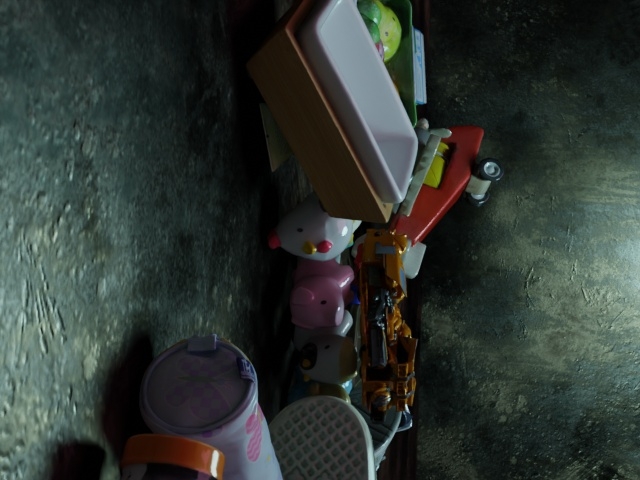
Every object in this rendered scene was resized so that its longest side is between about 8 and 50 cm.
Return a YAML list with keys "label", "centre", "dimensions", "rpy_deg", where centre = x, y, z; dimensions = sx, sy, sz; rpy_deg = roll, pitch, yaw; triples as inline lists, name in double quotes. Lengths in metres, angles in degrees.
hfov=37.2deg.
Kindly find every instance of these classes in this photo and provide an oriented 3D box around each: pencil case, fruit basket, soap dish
- label: "pencil case"
  centre: [-0.102, 0.218, 0.981]
  dimensions: [0.124, 0.113, 0.273]
  rpy_deg: [-111, -173, -45]
- label: "fruit basket"
  centre: [0.082, -0.300, 1.613]
  dimensions: [0.353, 0.165, 0.327]
  rpy_deg: [-7, 94, -79]
- label: "soap dish"
  centre: [0.021, -0.188, 1.301]
  dimensions: [0.291, 0.118, 0.229]
  rpy_deg: [60, 25, -23]

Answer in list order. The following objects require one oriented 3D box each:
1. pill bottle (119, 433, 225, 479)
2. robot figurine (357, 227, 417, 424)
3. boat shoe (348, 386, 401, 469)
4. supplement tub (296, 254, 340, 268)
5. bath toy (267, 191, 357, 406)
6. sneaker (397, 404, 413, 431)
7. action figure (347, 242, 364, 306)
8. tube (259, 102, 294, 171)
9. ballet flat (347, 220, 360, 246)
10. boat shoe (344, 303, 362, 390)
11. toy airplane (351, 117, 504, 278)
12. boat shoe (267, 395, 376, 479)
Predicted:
- label: "pill bottle"
  centre: [-0.139, 0.284, 0.765]
  dimensions: [0.130, 0.130, 0.246]
  rpy_deg: [71, 23, -59]
- label: "robot figurine"
  centre: [0.099, 0.128, 1.438]
  dimensions: [0.291, 0.085, 0.211]
  rpy_deg: [-90, 177, -46]
- label: "boat shoe"
  centre: [0.018, 0.350, 1.459]
  dimensions: [0.320, 0.118, 0.103]
  rpy_deg: [-49, 156, -41]
- label: "supplement tub"
  centre: [0.000, 0.000, 1.537]
  dimensions: [0.071, 0.071, 0.107]
  rpy_deg: [63, 31, -67]
- label: "bath toy"
  centre: [-0.008, 0.096, 1.414]
  dimensions: [0.151, 0.129, 0.348]
  rpy_deg: [37, -41, 47]
- label: "sneaker"
  centre: [0.079, 0.374, 1.732]
  dimensions: [0.099, 0.153, 0.282]
  rpy_deg: [42, 58, -74]
- label: "action figure"
  centre: [0.054, 0.087, 1.703]
  dimensions: [0.280, 0.091, 0.139]
  rpy_deg: [87, 11, -45]
- label: "tube"
  centre: [-0.041, -0.164, 1.366]
  dimensions: [0.062, 0.070, 0.240]
  rpy_deg: [-51, 178, 21]
- label: "ballet flat"
  centre: [0.044, -0.089, 1.696]
  dimensions: [0.083, 0.087, 0.247]
  rpy_deg: [70, 24, -60]
- label: "boat shoe"
  centre: [0.020, 0.258, 1.608]
  dimensions: [0.110, 0.104, 0.307]
  rpy_deg: [13, 81, -69]
- label: "toy airplane"
  centre: [0.186, -0.096, 2.092]
  dimensions: [0.386, 0.272, 0.384]
  rpy_deg: [-54, 169, 22]
- label: "boat shoe"
  centre: [-0.037, 0.441, 1.185]
  dimensions: [0.156, 0.186, 0.500]
  rpy_deg: [51, 46, -80]
